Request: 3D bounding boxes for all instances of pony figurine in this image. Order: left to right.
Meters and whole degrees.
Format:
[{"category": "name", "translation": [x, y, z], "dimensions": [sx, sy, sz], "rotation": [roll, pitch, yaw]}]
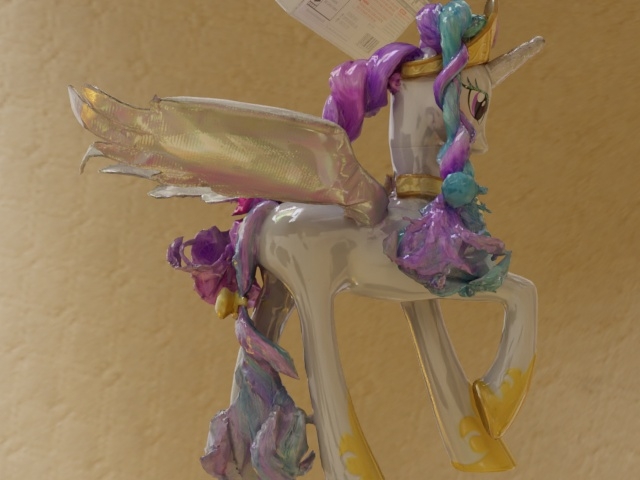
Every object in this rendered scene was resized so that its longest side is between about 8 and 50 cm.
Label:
[{"category": "pony figurine", "translation": [0.000, 0.000, 0.943], "dimensions": [0.351, 0.303, 0.363], "rotation": [-2, 92, -10]}]

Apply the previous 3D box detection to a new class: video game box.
[{"category": "video game box", "translation": [0.060, -0.240, 1.053], "dimensions": [0.187, 0.205, 0.048], "rotation": [-44, 73, 11]}]
